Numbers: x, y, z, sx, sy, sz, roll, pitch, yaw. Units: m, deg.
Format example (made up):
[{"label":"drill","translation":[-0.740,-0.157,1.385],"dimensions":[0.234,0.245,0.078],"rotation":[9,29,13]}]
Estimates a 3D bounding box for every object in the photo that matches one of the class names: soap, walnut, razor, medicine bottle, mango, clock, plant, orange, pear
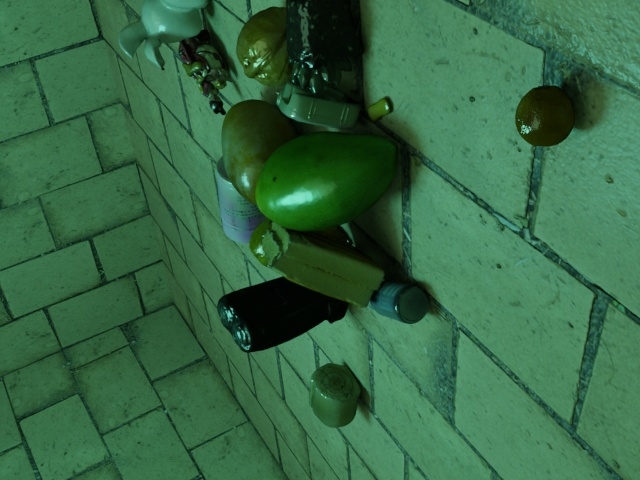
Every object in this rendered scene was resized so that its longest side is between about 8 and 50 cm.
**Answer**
[{"label":"soap","translation":[0.114,-0.254,1.527],"dimensions":[0.034,0.012,0.089],"rotation":[68,160,-4]},{"label":"walnut","translation":[-0.101,-0.412,1.693],"dimensions":[0.207,0.159,0.159],"rotation":[-16,97,64]},{"label":"razor","translation":[-0.094,0.173,2.057],"dimensions":[0.189,0.327,0.107],"rotation":[52,148,35]},{"label":"medicine bottle","translation":[0.154,0.129,1.737],"dimensions":[0.203,0.083,0.083],"rotation":[10,121,65]},{"label":"mango","translation":[0.017,-0.130,1.625],"dimensions":[0.382,0.225,0.201],"rotation":[-14,104,50]},{"label":"clock","translation":[-0.014,-0.286,1.628],"dimensions":[0.191,0.152,0.062],"rotation":[-129,50,-59]},{"label":"plant","translation":[0.004,-0.381,1.500],"dimensions":[0.129,0.132,0.194],"rotation":[46,148,51]},{"label":"orange","translation":[0.303,-0.168,1.065],"dimensions":[0.085,0.085,0.085],"rotation":[51,154,36]},{"label":"mango","translation":[-0.145,-0.222,1.929],"dimensions":[0.221,0.199,0.384],"rotation":[54,-175,-35]},{"label":"medicine bottle","translation":[-0.220,-0.125,2.288],"dimensions":[0.152,0.152,0.254],"rotation":[53,155,33]},{"label":"pear","translation":[-0.114,0.005,2.167],"dimensions":[0.148,0.162,0.149],"rotation":[56,169,18]}]

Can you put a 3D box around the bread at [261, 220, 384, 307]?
[{"label":"bread","translation":[-0.009,0.041,1.783],"dimensions":[0.111,0.246,0.239],"rotation":[-65,17,6]}]

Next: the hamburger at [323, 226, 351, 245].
[{"label":"hamburger","translation":[-0.003,0.002,1.969],"dimensions":[0.176,0.102,0.087],"rotation":[26,123,60]}]

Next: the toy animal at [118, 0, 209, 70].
[{"label":"toy animal","translation":[-0.394,-0.621,2.083],"dimensions":[0.183,0.247,0.310],"rotation":[40,137,-6]}]

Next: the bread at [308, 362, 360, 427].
[{"label":"bread","translation":[0.042,0.448,2.286],"dimensions":[0.148,0.134,0.141],"rotation":[39,144,30]}]

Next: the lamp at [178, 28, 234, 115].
[{"label":"lamp","translation":[-0.314,-0.474,2.195],"dimensions":[0.118,0.118,0.253],"rotation":[105,143,-59]}]
